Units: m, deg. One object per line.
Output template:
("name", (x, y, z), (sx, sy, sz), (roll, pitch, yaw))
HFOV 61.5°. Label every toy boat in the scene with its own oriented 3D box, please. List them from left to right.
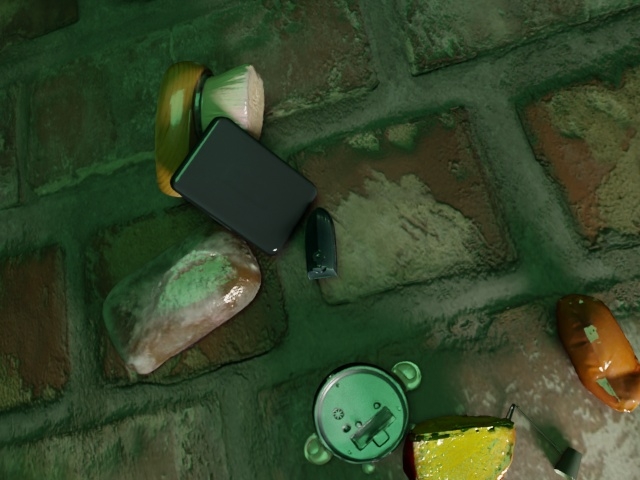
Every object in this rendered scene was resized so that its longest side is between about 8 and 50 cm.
("toy boat", (0.000, 0.000, 0.958), (0.055, 0.060, 0.141), (-8, 64, 10))

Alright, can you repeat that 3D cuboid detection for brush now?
("brush", (-0.209, -0.205, 1.022), (0.166, 0.174, 0.266), (9, 82, 6))

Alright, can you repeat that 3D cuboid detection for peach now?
("peach", (0.201, 0.310, 0.788), (0.172, 0.092, 0.127), (-32, 80, -6))

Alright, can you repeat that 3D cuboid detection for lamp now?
("lamp", (0.330, 0.298, 0.798), (0.121, 0.041, 0.054), (30, 73, 17))

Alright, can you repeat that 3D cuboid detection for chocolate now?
("chocolate", (-0.262, 0.093, 0.969), (0.303, 0.100, 0.185), (-36, 71, 2))

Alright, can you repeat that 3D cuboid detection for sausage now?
("sausage", (0.414, 0.163, 0.800), (0.089, 0.089, 0.179), (-20, 72, 6))

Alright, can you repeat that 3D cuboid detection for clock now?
("clock", (0.066, 0.273, 0.849), (0.229, 0.063, 0.155), (-38, 67, 0))

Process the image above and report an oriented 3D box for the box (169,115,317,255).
("box", (-0.131, -0.095, 0.955), (0.230, 0.050, 0.160), (36, 81, -20))
